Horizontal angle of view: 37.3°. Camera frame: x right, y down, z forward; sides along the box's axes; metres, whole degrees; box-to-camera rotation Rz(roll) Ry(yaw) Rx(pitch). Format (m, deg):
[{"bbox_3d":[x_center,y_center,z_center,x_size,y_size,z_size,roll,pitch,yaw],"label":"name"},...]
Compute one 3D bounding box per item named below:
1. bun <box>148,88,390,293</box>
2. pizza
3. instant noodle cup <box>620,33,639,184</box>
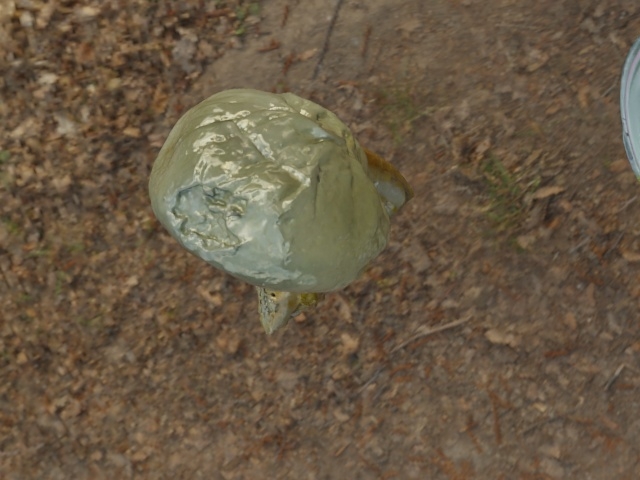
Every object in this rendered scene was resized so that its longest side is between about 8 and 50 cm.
[{"bbox_3d":[-0.032,-0.051,0.825,0.220,0.220,0.134,34,116,17],"label":"bun"},{"bbox_3d":[0.000,0.000,1.315,0.297,0.189,0.071,-47,44,-1],"label":"pizza"},{"bbox_3d":[0.296,-0.089,0.488,0.264,0.200,0.264,46,162,20],"label":"instant noodle cup"}]
